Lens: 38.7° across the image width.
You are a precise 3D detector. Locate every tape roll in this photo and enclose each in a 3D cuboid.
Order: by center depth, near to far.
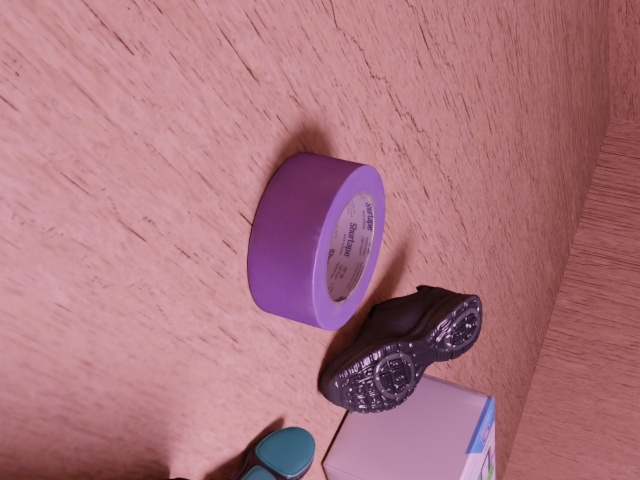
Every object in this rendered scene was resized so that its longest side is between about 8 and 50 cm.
[{"bbox_3d":[0.000,0.000,1.016,0.189,0.080,0.189,14,90,-68],"label":"tape roll"}]

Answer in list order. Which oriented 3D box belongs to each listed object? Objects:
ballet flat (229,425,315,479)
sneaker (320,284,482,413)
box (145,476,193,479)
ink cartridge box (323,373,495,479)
[{"bbox_3d":[-0.069,0.279,1.049,0.203,0.074,0.074,-34,134,-66],"label":"ballet flat"},{"bbox_3d":[0.101,0.149,1.306,0.286,0.130,0.109,-24,121,-34],"label":"sneaker"},{"bbox_3d":[-0.162,0.440,0.620,0.472,0.297,0.480,30,75,-65],"label":"box"},{"bbox_3d":[0.148,0.361,1.415,0.198,0.197,0.270,-60,153,-33],"label":"ink cartridge box"}]
